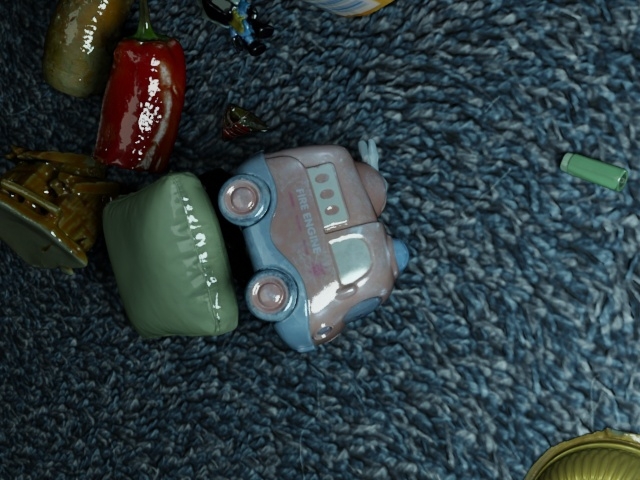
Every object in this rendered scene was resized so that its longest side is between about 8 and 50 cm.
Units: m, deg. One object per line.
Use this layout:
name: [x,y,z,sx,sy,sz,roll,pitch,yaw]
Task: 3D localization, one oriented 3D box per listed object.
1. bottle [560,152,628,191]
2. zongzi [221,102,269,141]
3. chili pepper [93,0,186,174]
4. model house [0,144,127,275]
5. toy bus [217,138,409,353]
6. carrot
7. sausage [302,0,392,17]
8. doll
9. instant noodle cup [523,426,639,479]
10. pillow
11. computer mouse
bottle: [0.351,-0.089,1.245,0.083,0.030,0.030,25,101,34]
zongzi: [-0.134,-0.199,1.558,0.083,0.073,0.067,6,73,34]
chili pepper: [-0.292,-0.285,1.636,0.134,0.131,0.338,22,104,59]
model house: [-0.457,-0.078,1.704,0.199,0.219,0.229,-10,36,42]
toy bus: [0.000,0.000,1.374,0.232,0.197,0.294,-17,79,2]
carrot: [-0.405,-0.404,1.723,0.139,0.139,0.301,24,99,33]
sausage: [-0.013,-0.454,1.364,0.233,0.287,0.233,-3,85,35]
doll: [-0.153,-0.382,1.586,0.195,0.070,0.096,48,129,23]
instant noodle cup: [0.348,0.371,1.179,0.274,0.091,0.274,-3,85,33]
pillow: [-0.244,0.032,1.532,0.322,0.120,0.255,-14,91,57]
computer mouse: [-0.137,-0.019,1.545,0.241,0.077,0.146,48,110,27]
